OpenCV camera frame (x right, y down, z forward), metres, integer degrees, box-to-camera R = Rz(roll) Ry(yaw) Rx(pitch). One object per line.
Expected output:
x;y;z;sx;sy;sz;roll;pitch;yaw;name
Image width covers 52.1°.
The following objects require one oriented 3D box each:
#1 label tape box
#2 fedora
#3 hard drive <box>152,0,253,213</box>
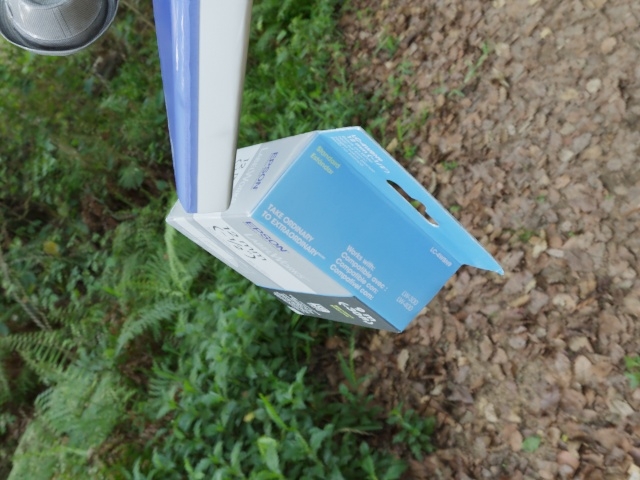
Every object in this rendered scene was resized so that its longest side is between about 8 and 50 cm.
0.000;0.000;0.777;0.348;0.249;0.115;4;59;57;label tape box
-0.513;-0.486;1.232;0.124;0.244;0.275;94;160;-67;fedora
-0.074;-0.181;0.371;0.318;0.040;0.210;113;148;-63;hard drive
